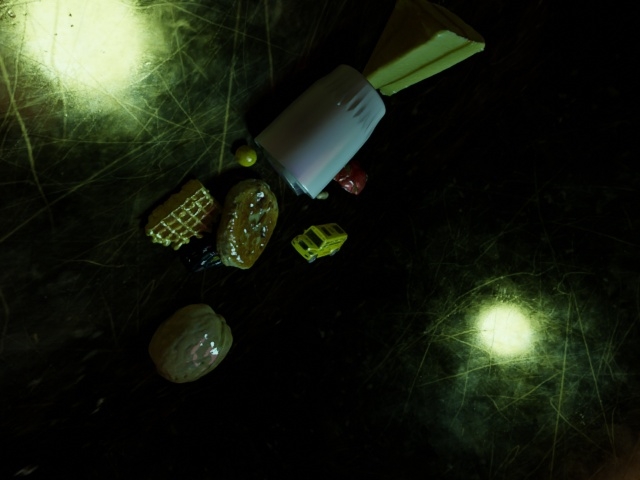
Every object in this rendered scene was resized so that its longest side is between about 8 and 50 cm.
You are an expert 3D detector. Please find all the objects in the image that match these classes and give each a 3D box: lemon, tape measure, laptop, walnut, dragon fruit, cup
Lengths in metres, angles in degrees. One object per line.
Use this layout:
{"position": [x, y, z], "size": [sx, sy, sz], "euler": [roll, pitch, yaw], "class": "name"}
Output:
{"position": [-0.225, -0.255, 1.277], "size": [0.062, 0.062, 0.083], "euler": [-44, 162, 4], "class": "lemon"}
{"position": [-0.377, 0.020, 1.484], "size": [0.186, 0.112, 0.199], "euler": [-39, 171, 33], "class": "tape measure"}
{"position": [-0.305, -0.135, 1.440], "size": [0.207, 0.026, 0.154], "euler": [-51, 159, 20], "class": "laptop"}
{"position": [-0.557, 0.443, 1.798], "size": [0.344, 0.306, 0.306], "euler": [-43, 162, -11], "class": "walnut"}
{"position": [0.131, -0.288, 1.858], "size": [0.127, 0.120, 0.161], "euler": [-55, 155, 16], "class": "dragon fruit"}
{"position": [-0.003, -0.330, 1.285], "size": [0.371, 0.253, 0.253], "euler": [-47, 162, 1], "class": "cup"}

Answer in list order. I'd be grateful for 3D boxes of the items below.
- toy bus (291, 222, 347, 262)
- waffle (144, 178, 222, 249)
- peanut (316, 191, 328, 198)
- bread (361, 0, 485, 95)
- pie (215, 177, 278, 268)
{"position": [0.000, 0.000, 2.182], "size": [0.152, 0.144, 0.330], "euler": [-52, 161, 25], "class": "toy bus"}
{"position": [-0.413, -0.061, 1.304], "size": [0.229, 0.057, 0.219], "euler": [-41, 156, -4], "class": "waffle"}
{"position": [0.009, -0.205, 1.918], "size": [0.037, 0.037, 0.083], "euler": [-52, 164, 24], "class": "peanut"}
{"position": [0.300, -0.569, 1.385], "size": [0.233, 0.244, 0.361], "euler": [-8, 146, -38], "class": "bread"}
{"position": [-0.238, -0.061, 1.408], "size": [0.315, 0.092, 0.315], "euler": [-48, 147, -48], "class": "pie"}
